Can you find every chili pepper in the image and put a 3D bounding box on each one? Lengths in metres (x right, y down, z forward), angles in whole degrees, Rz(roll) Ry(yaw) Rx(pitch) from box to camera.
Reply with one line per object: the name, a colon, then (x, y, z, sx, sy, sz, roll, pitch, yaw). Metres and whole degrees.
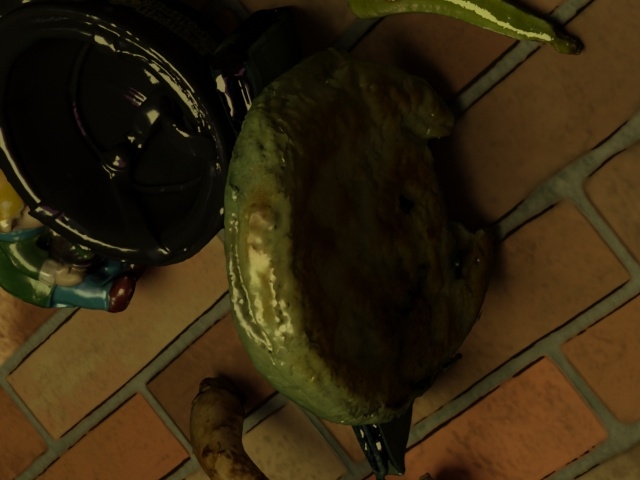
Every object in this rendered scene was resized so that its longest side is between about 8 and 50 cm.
chili pepper: (0.102, -0.182, 1.481, 0.208, 0.043, 0.049, 15, 110, 30)

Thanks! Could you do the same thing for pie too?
pie: (0.030, -0.003, 1.465, 0.067, 0.302, 0.302, -7, 110, 38)

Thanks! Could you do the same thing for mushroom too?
mushroom: (-0.035, 0.280, 1.718, 0.302, 0.233, 0.208, 15, 114, 29)

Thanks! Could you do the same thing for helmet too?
helmet: (-0.161, -0.119, 1.633, 0.279, 0.160, 0.230, 37, 131, 11)

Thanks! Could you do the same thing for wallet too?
wallet: (0.000, 0.000, 1.572, 0.046, 0.190, 0.379, -15, 106, 12)

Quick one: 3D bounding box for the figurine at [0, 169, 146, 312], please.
figurine: (-0.256, -0.032, 1.751, 0.185, 0.127, 0.234, 21, 142, 19)
